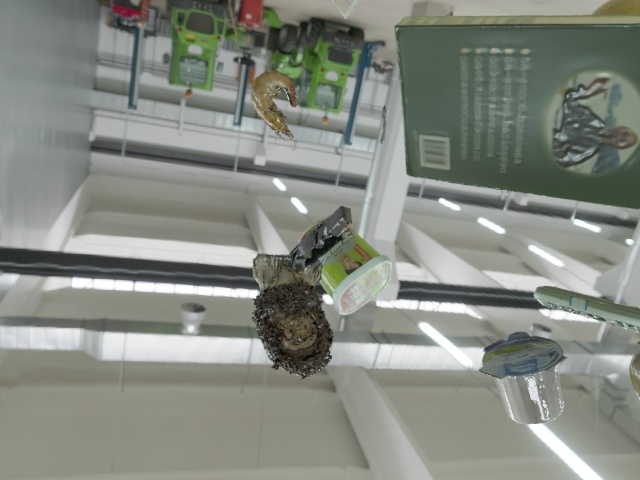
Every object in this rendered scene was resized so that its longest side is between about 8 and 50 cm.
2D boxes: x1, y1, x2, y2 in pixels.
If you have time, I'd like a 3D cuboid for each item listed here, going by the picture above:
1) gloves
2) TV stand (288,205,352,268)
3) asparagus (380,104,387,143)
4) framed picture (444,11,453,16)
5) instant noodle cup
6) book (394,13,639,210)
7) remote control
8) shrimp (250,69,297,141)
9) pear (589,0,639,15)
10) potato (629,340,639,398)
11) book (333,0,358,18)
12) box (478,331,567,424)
[{"bbox_3d":[-0.066,0.178,1.239,0.210,0.312,0.135,14,154,-36],"label":"gloves"},{"bbox_3d":[0.000,0.000,1.008,0.042,0.036,0.249,9,154,-22],"label":"TV stand"},{"bbox_3d":[0.174,-0.314,1.406,0.016,0.016,0.163,31,163,16],"label":"asparagus"},{"bbox_3d":[0.329,-0.522,1.382,0.011,0.149,0.109,-3,-177,-15],"label":"framed picture"},{"bbox_3d":[0.080,0.080,1.982,0.294,0.294,0.308,-7,-133,-47],"label":"instant noodle cup"},{"bbox_3d":[0.288,-0.176,0.709,0.371,0.260,0.043,13,-134,28],"label":"book"},{"bbox_3d":[0.832,0.205,1.555,0.335,0.065,0.128,15,169,40],"label":"remote control"},{"bbox_3d":[-0.084,-0.278,1.050,0.045,0.095,0.162,21,160,39],"label":"shrimp"},{"bbox_3d":[0.794,-0.442,1.280,0.349,0.348,0.348,11,-164,-3],"label":"pear"},{"bbox_3d":[0.584,0.248,0.770,0.159,0.174,0.251,-13,-129,-33],"label":"potato"},{"bbox_3d":[0.066,-0.813,1.602,0.170,0.018,0.242,53,170,-8],"label":"book"},{"bbox_3d":[0.665,0.450,1.667,0.263,0.206,0.291,-14,-169,16],"label":"box"}]
